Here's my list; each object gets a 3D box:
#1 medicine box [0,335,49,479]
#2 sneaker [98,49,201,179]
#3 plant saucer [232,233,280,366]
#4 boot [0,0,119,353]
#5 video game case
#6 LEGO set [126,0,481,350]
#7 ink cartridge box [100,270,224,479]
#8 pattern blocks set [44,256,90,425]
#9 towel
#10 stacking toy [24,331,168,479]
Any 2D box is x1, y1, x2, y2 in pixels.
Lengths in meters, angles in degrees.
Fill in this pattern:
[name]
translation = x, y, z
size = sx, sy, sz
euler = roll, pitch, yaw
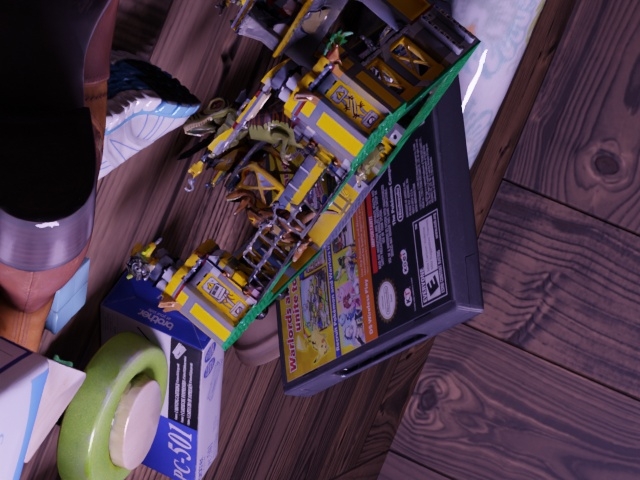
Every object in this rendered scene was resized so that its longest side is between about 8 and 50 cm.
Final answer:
[medicine box]
translation = -0.296, 0.187, 0.947
size = 0.289, 0.149, 0.263
euler = -35, 146, -64
[sneaker]
translation = -0.152, -0.078, 1.260
size = 0.083, 0.071, 0.190
euler = -61, 164, 21
[plant saucer]
translation = 0.000, 0.000, 1.750
size = 0.278, 0.041, 0.278
euler = -47, -166, 16
[boot]
translation = -0.172, -0.055, 1.097
size = 0.280, 0.096, 0.264
euler = 115, -31, -61
[video game case]
translation = 0.038, -0.032, 1.545
size = 0.248, 0.035, 0.275
euler = -31, -123, 49
[LEGO set]
translation = -0.047, -0.097, 1.409
size = 0.255, 0.192, 0.331
euler = -45, 173, -42
[ink cartridge box]
translation = -0.135, 0.123, 1.558
size = 0.046, 0.097, 0.207
euler = -56, 163, -37
[pattern blocks set]
translation = -0.261, 0.154, 1.280
size = 0.325, 0.026, 0.285
euler = -44, 154, -57
[towel]
translation = 0.120, -0.241, 1.659
size = 0.374, 0.090, 0.320
euler = -102, -151, -62
[stacking toy]
translation = -0.161, 0.222, 1.382
size = 0.279, 0.130, 0.309
euler = -71, 163, 4
